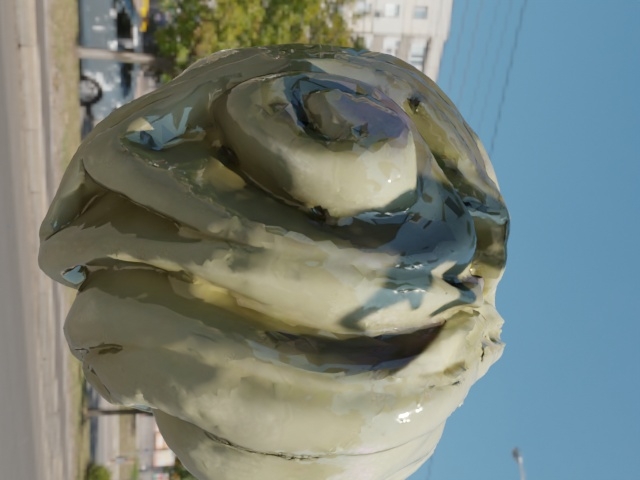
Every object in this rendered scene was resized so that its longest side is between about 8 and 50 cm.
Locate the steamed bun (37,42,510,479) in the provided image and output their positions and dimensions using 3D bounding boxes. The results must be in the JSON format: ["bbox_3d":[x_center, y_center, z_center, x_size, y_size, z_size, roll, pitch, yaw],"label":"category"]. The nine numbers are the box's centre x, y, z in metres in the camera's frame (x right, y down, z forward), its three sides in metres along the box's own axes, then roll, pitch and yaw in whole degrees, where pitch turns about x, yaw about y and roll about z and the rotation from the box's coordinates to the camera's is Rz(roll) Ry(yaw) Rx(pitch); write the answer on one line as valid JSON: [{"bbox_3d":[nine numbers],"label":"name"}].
[{"bbox_3d":[0.000,0.000,0.639,0.247,0.339,0.352,-42,-172,42],"label":"steamed bun"}]
